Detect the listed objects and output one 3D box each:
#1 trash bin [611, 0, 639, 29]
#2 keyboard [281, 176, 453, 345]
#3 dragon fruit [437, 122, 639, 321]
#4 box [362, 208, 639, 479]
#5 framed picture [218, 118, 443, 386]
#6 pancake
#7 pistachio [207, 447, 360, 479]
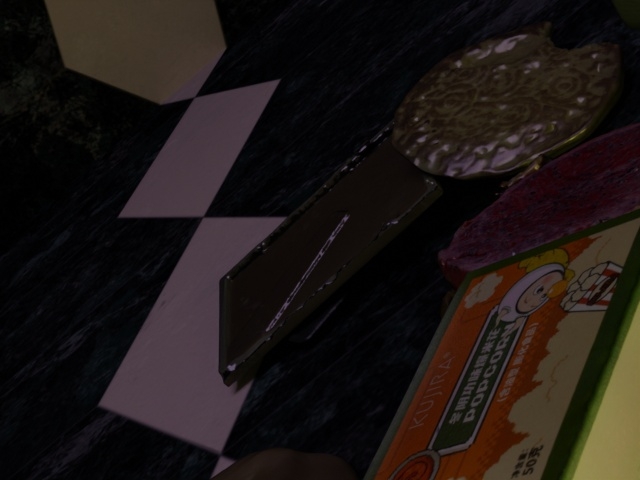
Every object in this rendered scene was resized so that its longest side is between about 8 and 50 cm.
[{"bbox_3d":[0.353,-0.258,0.905,0.343,0.158,0.223,2,50,41],"label":"trash bin"},{"bbox_3d":[0.084,-0.045,1.400,0.381,0.041,0.103,-54,22,-15],"label":"keyboard"},{"bbox_3d":[0.181,0.032,0.868,0.211,0.147,0.282,-29,14,2],"label":"dragon fruit"},{"bbox_3d":[0.134,0.120,0.685,0.148,0.177,0.195,-24,26,45],"label":"box"},{"bbox_3d":[0.000,0.000,1.401,0.281,0.019,0.209,-42,22,17],"label":"framed picture"},{"bbox_3d":[0.167,-0.129,1.315,0.212,0.029,0.235,-34,33,-5],"label":"pancake"},{"bbox_3d":[-0.058,0.229,0.935,0.226,0.136,0.136,-51,19,-6],"label":"pistachio"}]
